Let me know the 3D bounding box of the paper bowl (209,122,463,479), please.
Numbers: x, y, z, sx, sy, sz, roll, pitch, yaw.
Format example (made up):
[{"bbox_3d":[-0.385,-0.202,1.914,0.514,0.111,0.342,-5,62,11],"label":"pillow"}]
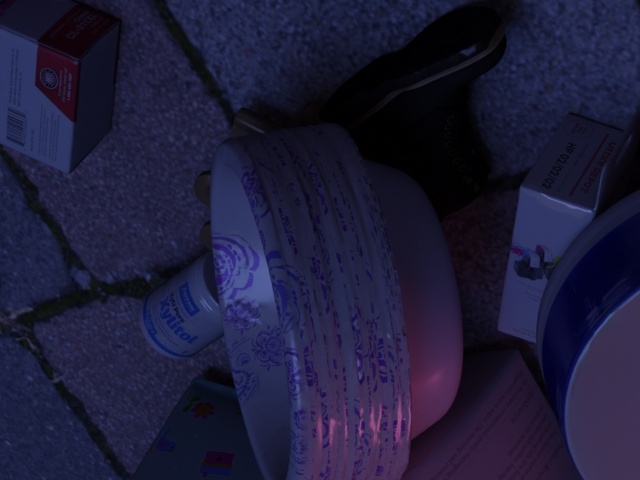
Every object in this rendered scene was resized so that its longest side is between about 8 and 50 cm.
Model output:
[{"bbox_3d":[0.014,0.052,1.511,0.148,0.284,0.284,-10,131,-13],"label":"paper bowl"}]

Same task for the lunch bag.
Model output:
[{"bbox_3d":[-0.039,0.263,1.768,0.262,0.223,0.160,13,137,22],"label":"lunch bag"}]

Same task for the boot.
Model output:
[{"bbox_3d":[0.106,-0.092,1.508,0.137,0.077,0.198,46,148,-15],"label":"boot"}]

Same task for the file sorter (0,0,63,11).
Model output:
[{"bbox_3d":[-0.296,-0.275,1.509,0.290,0.202,0.182,-4,124,34],"label":"file sorter"}]

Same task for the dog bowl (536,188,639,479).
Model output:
[{"bbox_3d":[0.293,0.084,1.420,0.264,0.104,0.265,-2,123,-4],"label":"dog bowl"}]

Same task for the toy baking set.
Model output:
[{"bbox_3d":[0.003,-0.004,1.660,0.256,0.030,0.197,46,133,-9],"label":"toy baking set"}]

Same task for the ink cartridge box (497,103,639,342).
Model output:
[{"bbox_3d":[0.188,-0.019,1.483,0.061,0.104,0.181,20,132,16],"label":"ink cartridge box"}]

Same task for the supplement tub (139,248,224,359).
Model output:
[{"bbox_3d":[-0.106,0.056,1.751,0.071,0.071,0.107,46,135,-8],"label":"supplement tub"}]

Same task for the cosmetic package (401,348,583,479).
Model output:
[{"bbox_3d":[0.152,0.308,1.676,0.156,0.217,0.385,-11,115,46],"label":"cosmetic package"}]

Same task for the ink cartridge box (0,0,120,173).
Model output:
[{"bbox_3d":[-0.266,-0.154,1.679,0.175,0.072,0.127,24,135,13],"label":"ink cartridge box"}]
